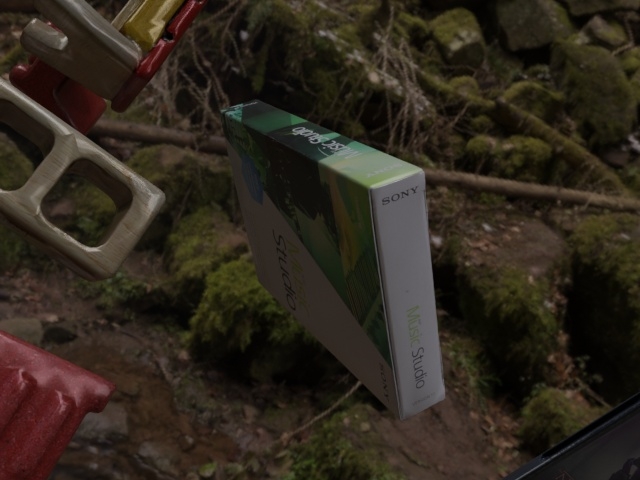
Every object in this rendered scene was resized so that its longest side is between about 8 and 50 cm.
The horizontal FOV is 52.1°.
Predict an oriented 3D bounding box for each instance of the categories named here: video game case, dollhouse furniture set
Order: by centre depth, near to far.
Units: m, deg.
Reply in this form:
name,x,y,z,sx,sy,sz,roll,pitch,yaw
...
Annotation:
name,x,y,z,sx,sy,sz,roll,pitch,yaw
dollhouse furniture set,-0.183,-0.005,0.419,0.152,0.374,0.201,38,-26,-22
video game case,0.343,0.260,0.667,0.196,0.274,0.026,44,26,0

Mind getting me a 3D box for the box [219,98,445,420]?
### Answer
name,x,y,z,sx,sy,sz,roll,pitch,yaw
box,0.000,0.000,0.663,0.058,0.232,0.322,-23,29,-22
